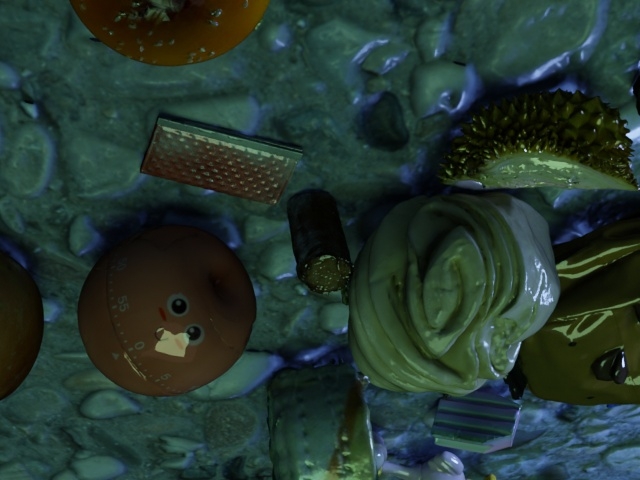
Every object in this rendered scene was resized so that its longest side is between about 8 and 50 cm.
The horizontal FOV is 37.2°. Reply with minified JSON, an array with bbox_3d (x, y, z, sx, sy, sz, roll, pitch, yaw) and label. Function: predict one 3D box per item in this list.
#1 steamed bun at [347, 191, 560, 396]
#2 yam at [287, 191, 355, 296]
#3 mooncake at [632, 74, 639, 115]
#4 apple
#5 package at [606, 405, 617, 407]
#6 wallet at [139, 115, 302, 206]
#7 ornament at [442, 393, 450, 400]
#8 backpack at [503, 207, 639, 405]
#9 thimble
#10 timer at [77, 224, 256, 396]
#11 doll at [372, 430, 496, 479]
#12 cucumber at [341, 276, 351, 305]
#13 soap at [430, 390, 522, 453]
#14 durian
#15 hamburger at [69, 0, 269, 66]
[{"bbox_3d":[0.155,0.057,1.274,0.289,0.275,0.203,-21,144,25],"label":"steamed bun"},{"bbox_3d":[-0.002,0.000,1.296,0.079,0.141,0.079,-5,134,-5],"label":"yam"},{"bbox_3d":[0.518,-0.191,1.188,0.228,0.124,0.228,-4,133,-4],"label":"mooncake"},{"bbox_3d":[-0.502,0.129,1.300,0.254,0.253,0.253,-4,135,-4],"label":"apple"},{"bbox_3d":[0.599,0.238,1.688,0.173,0.027,0.171,-9,138,2],"label":"package"},{"bbox_3d":[-0.132,-0.104,1.262,0.197,0.020,0.103,12,131,-18],"label":"wallet"},{"bbox_3d":[0.197,0.208,1.537,0.073,0.125,0.028,25,124,-25],"label":"ornament"},{"bbox_3d":[0.451,0.125,1.437,0.378,0.201,0.353,-22,129,10],"label":"backpack"},{"bbox_3d":[0.001,0.340,1.558,0.167,0.254,0.288,-5,108,-7],"label":"thimble"},{"bbox_3d":[-0.209,0.096,1.304,0.215,0.229,0.229,-28,131,20],"label":"timer"},{"bbox_3d":[0.145,0.435,1.777,0.365,0.094,0.160,15,127,-22],"label":"doll"},{"bbox_3d":[0.123,0.064,1.433,0.187,0.058,0.058,-8,135,1],"label":"cucumber"},{"bbox_3d":[0.279,0.319,1.672,0.149,0.100,0.056,4,146,25],"label":"soap"},{"bbox_3d":[0.270,-0.124,1.222,0.250,0.183,0.137,-5,100,1],"label":"durian"},{"bbox_3d":[-0.152,-0.283,0.981,0.246,0.170,0.246,-3,132,-3],"label":"hamburger"}]
